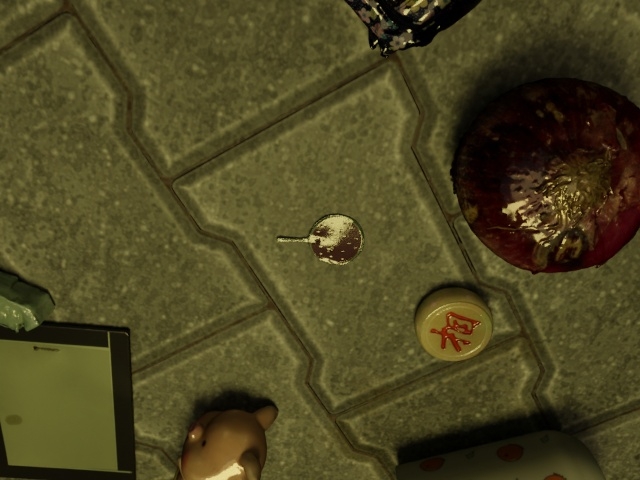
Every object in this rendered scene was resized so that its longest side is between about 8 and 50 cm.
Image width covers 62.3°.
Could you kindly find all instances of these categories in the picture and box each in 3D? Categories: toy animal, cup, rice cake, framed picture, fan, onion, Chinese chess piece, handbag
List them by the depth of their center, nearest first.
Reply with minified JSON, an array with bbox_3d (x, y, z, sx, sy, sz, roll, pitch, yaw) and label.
[{"bbox_3d":[0.103,-0.339,0.588,0.208,0.126,0.228,43,98,-16],"label":"handbag"},{"bbox_3d":[0.288,-0.080,0.672,0.247,0.190,0.246,0,94,-4],"label":"onion"},{"bbox_3d":[-0.562,0.040,0.775,0.337,0.066,0.063,31,109,-14],"label":"rice cake"},{"bbox_3d":[0.000,0.000,0.799,0.134,0.005,0.085,0,114,-2],"label":"fan"},{"bbox_3d":[0.210,0.132,0.836,0.122,0.051,0.121,0,114,-1],"label":"Chinese chess piece"},{"bbox_3d":[-0.177,0.392,0.890,0.149,0.165,0.248,23,118,-16],"label":"toy animal"},{"bbox_3d":[0.309,0.451,0.891,0.318,0.212,0.212,-17,113,6],"label":"cup"},{"bbox_3d":[-0.455,0.288,0.914,0.265,0.016,0.346,4,114,-3],"label":"framed picture"}]
